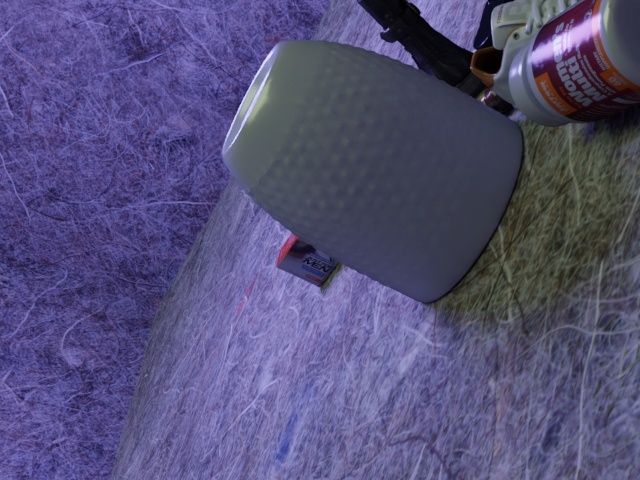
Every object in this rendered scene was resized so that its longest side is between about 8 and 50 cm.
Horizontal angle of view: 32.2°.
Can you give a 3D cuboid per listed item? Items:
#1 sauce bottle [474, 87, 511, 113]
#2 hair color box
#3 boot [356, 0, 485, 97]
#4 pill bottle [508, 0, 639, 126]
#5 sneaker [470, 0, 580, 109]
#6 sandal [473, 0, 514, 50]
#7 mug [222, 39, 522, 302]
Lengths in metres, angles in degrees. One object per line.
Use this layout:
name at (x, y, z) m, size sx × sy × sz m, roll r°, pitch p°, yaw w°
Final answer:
sauce bottle at (0.239, -0.191, 1.518) m, size 0.042 × 0.042 × 0.128 m, roll -68°, pitch 13°, yaw -19°
hair color box at (0.000, 0.000, 1.983) m, size 0.167 × 0.093 × 0.053 m, roll -55°, pitch 16°, yaw 37°
boot at (0.146, -0.305, 1.620) m, size 0.091 × 0.229 × 0.263 m, roll -44°, pitch 7°, yaw 14°
pill bottle at (0.287, -0.188, 1.138) m, size 0.121 × 0.121 × 0.221 m, roll -67°, pitch 13°, yaw -14°
sneaker at (0.276, -0.255, 1.315) m, size 0.290 × 0.123 × 0.106 m, roll -45°, pitch 21°, yaw 53°
sandal at (0.285, -0.409, 1.730) m, size 0.097 × 0.054 × 0.254 m, roll -41°, pitch 26°, yaw 60°
mug at (0.047, -0.124, 1.498) m, size 0.276 × 0.328 × 0.374 m, roll -61°, pitch 13°, yaw 12°
